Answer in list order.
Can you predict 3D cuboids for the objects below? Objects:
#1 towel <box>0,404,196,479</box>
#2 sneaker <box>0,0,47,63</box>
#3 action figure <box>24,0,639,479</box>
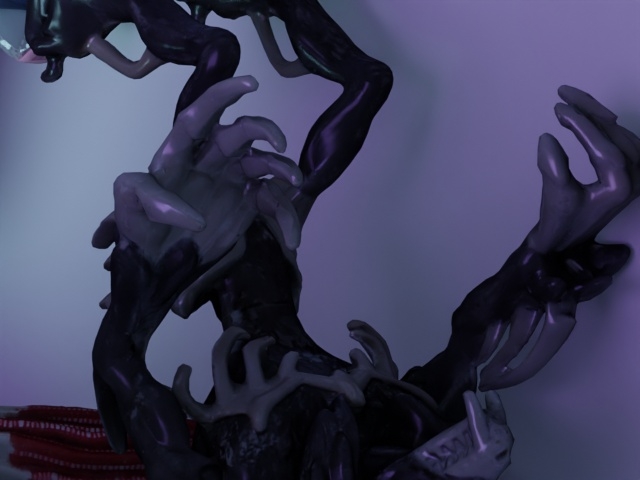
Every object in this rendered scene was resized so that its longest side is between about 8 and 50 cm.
[{"bbox_3d":[-0.168,0.163,0.500,0.037,0.329,0.237,-116,35,-66],"label":"towel"},{"bbox_3d":[-0.093,-0.139,0.532,0.319,0.112,0.131,0,111,50],"label":"sneaker"},{"bbox_3d":[0.000,0.000,0.408,0.141,0.164,0.276,-44,59,44],"label":"action figure"}]
